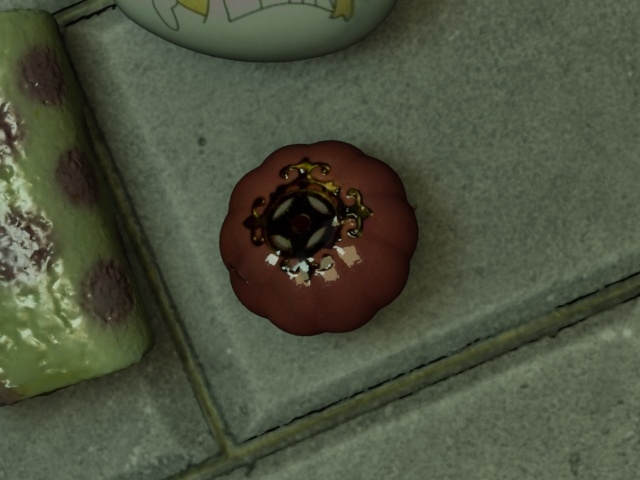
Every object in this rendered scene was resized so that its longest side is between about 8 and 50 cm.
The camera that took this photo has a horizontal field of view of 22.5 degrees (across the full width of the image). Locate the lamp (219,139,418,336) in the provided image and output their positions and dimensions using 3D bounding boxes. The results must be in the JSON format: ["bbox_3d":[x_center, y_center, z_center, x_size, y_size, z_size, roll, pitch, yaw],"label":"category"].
[{"bbox_3d":[0.000,0.000,1.447,0.182,0.140,0.182,-3,72,10],"label":"lamp"}]

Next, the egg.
[{"bbox_3d":[-0.057,-0.253,1.416,0.271,0.196,0.196,4,90,-4],"label":"egg"}]

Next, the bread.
[{"bbox_3d":[-0.282,-0.027,1.443,0.187,0.155,0.338,-17,89,7],"label":"bread"}]
